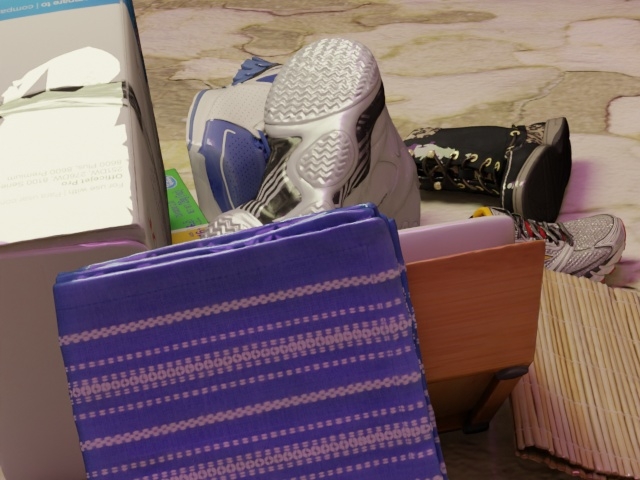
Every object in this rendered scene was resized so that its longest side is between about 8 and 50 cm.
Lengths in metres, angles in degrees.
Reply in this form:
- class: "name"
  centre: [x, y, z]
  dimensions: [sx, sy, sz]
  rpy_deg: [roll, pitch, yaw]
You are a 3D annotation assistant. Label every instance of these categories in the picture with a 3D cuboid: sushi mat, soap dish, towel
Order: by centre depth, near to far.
- class: "towel"
  centre: [-0.034, 0.158, 1.025]
  dimensions: [0.243, 0.336, 0.040]
  rpy_deg: [-12, -6, -4]
- class: "soap dish"
  centre: [0.048, 0.088, 1.197]
  dimensions: [0.229, 0.118, 0.291]
  rpy_deg: [-10, -17, -5]
- class: "sushi mat"
  centre: [0.226, 0.108, 1.296]
  dimensions: [0.151, 0.019, 0.316]
  rpy_deg: [16, 27, -6]

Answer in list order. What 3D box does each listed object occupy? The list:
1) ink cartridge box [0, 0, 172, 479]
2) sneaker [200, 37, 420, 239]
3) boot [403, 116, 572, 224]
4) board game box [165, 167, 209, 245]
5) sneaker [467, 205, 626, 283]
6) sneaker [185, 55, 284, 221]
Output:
- class: "ink cartridge box"
  centre: [-0.222, -0.024, 1.350]
  dimensions: [0.166, 0.285, 0.395]
  rpy_deg: [-9, 42, -3]
- class: "sneaker"
  centre: [0.000, 0.000, 1.515]
  dimensions: [0.137, 0.210, 0.365]
  rpy_deg: [7, 65, 29]
- class: "boot"
  centre: [0.170, -0.069, 1.646]
  dimensions: [0.179, 0.085, 0.236]
  rpy_deg: [-1, 21, 19]
- class: "board game box"
  centre: [-0.271, 0.033, 1.598]
  dimensions: [0.317, 0.064, 0.242]
  rpy_deg: [-15, 28, -13]
- class: "sneaker"
  centre: [0.190, 0.011, 1.470]
  dimensions: [0.225, 0.092, 0.088]
  rpy_deg: [-14, 27, -12]
- class: "sneaker"
  centre: [-0.032, -0.141, 1.796]
  dimensions: [0.182, 0.127, 0.315]
  rpy_deg: [-2, 26, 18]
